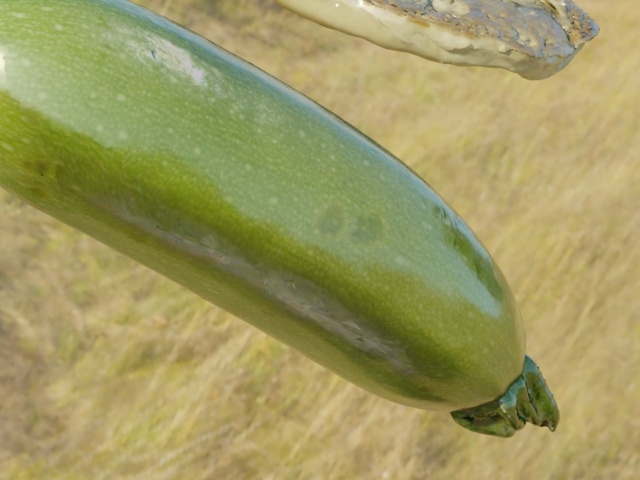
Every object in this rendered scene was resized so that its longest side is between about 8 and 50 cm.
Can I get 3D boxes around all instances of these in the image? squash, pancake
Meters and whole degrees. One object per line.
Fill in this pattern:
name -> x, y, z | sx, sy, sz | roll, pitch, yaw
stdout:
squash -> 0.000, 0.000, 0.530 | 0.341, 0.094, 0.094 | 33, 15, -33
pancake -> 0.055, -0.237, 1.180 | 0.387, 0.082, 0.387 | 18, 26, -9
